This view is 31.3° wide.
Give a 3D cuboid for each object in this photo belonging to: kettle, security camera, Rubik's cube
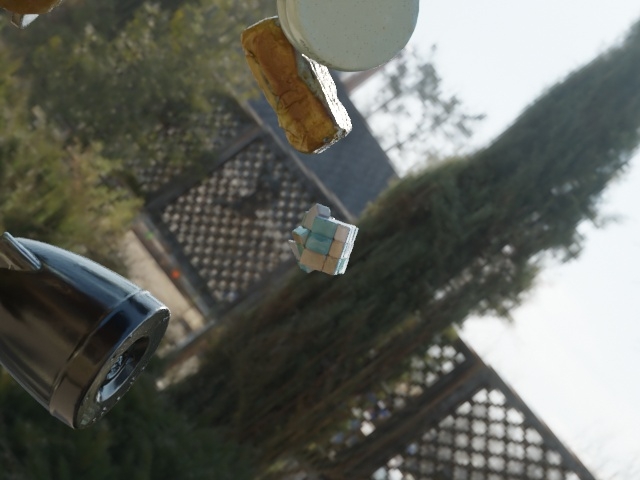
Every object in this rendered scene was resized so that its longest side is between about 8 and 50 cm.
[{"bbox_3d":[-0.369,0.100,1.574,0.271,0.207,0.251,35,-3,8],"label":"kettle"},{"bbox_3d":[0.027,-0.344,1.680,0.194,0.194,0.236,54,-4,-15],"label":"security camera"},{"bbox_3d":[-0.001,0.002,1.348,0.073,0.075,0.084,18,-12,8],"label":"Rubik's cube"}]

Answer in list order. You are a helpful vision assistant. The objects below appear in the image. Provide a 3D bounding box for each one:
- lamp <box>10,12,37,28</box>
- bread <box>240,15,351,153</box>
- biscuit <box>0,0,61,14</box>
[{"bbox_3d":[-0.489,-0.391,1.610,0.215,0.121,0.121,38,-2,-2],"label":"lamp"},{"bbox_3d":[-0.049,-0.322,2.372,0.294,0.132,0.167,64,12,-1],"label":"bread"},{"bbox_3d":[-0.319,-0.361,1.033,0.051,0.269,0.376,58,-10,41],"label":"biscuit"}]
